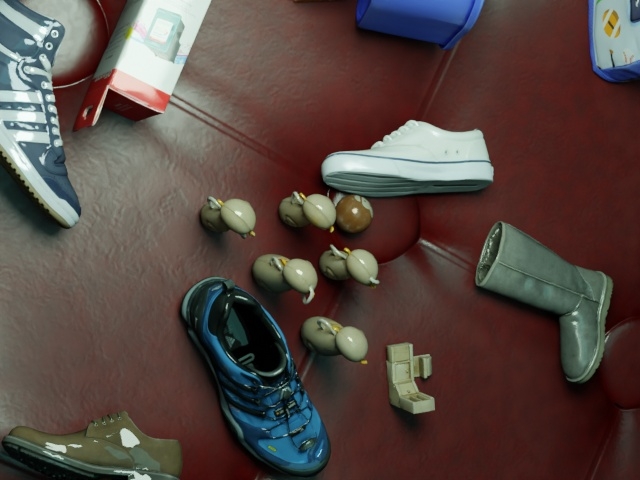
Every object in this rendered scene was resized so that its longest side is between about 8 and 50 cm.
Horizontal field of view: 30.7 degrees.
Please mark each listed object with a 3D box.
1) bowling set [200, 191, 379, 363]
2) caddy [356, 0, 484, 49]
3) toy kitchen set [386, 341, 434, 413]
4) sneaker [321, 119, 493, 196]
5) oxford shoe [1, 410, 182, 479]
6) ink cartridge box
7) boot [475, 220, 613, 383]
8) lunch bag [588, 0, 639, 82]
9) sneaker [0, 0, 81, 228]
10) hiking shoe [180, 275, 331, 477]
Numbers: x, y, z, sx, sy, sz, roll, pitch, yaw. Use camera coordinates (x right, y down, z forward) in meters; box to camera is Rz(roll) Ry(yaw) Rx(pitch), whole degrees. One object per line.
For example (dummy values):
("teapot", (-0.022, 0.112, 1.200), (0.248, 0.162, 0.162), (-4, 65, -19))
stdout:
("bowling set", (0.000, 0.000, 1.516), (0.200, 0.154, 0.287), (-47, 107, -15))
("caddy", (0.155, -0.379, 1.492), (0.179, 0.341, 0.241), (7, 88, -5))
("toy kitchen set", (0.139, 0.187, 1.617), (0.068, 0.075, 0.083), (-7, 97, -23))
("sneaker", (0.116, -0.115, 1.609), (0.258, 0.094, 0.091), (0, 73, -26))
("oxford shoe", (-0.281, 0.257, 1.455), (0.227, 0.083, 0.096), (17, 65, -22))
("ink cartridge box", (-0.217, -0.228, 1.436), (0.078, 0.134, 0.231), (25, 82, -21))
("boot", (0.318, 0.091, 1.691), (0.208, 0.076, 0.190), (22, 68, -28))
("lunch bag", (0.560, -0.409, 1.647), (0.239, 0.328, 0.386), (33, 80, -15))
("sneaker", (-0.339, -0.162, 1.406), (0.153, 0.099, 0.282), (-38, 101, -16))
("hiking shoe", (-0.076, 0.187, 1.499), (0.113, 0.132, 0.304), (-37, 104, -18))
